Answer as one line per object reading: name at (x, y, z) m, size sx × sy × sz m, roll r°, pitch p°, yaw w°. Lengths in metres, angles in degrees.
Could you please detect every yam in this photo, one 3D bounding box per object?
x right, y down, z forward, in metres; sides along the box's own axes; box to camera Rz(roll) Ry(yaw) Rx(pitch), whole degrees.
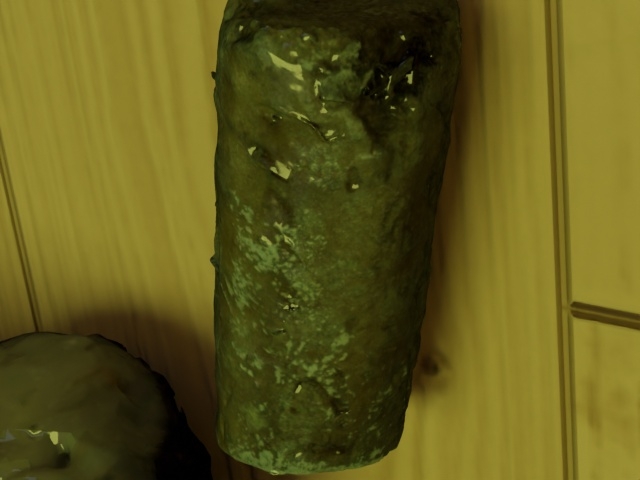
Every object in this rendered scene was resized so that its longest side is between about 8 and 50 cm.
yam at (0.000, 0.000, 0.471) m, size 0.078 × 0.078 × 0.179 m, roll 23°, pitch 126°, yaw 25°

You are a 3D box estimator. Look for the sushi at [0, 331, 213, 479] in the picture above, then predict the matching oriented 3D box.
sushi at (-0.186, 0.176, 0.567) m, size 0.234 × 0.348 × 0.207 m, roll 51°, pitch 165°, yaw 53°
